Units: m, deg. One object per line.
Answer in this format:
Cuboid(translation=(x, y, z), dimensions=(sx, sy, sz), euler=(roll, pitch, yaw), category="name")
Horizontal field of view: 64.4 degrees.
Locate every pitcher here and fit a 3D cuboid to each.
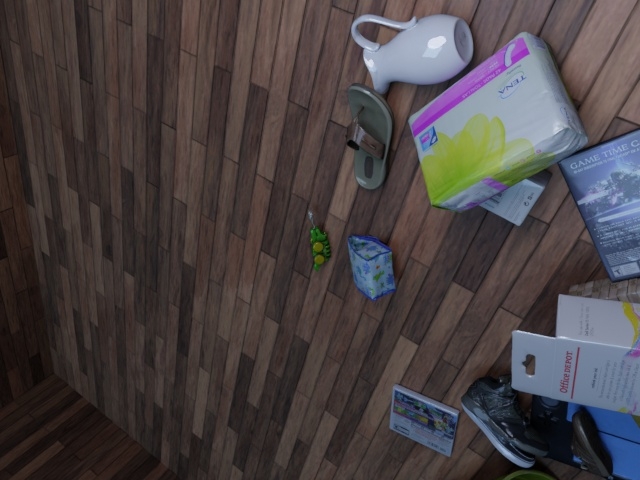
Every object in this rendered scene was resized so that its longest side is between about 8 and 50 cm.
Cuboid(translation=(0.174, -0.382, 0.994), dimensions=(0.207, 0.125, 0.178), euler=(-1, 147, 41), category="pitcher")

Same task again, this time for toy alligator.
Cuboid(translation=(0.000, 0.000, 1.411), dimensions=(0.052, 0.056, 0.189), euler=(-9, 116, -7), category="toy alligator")

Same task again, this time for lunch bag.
Cuboid(translation=(0.124, 0.064, 1.329), dimensions=(0.151, 0.096, 0.128), euler=(32, 137, 56), category="lunch bag")

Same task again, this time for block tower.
Cuboid(translation=(0.648, 0.113, 0.981), dimensions=(0.336, 0.097, 0.090), euler=(-23, 102, 40), category="block tower")

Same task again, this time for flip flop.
Cuboid(translation=(0.100, -0.222, 1.158), dimensions=(0.112, 0.080, 0.276), euler=(29, 143, 28), category="flip flop")

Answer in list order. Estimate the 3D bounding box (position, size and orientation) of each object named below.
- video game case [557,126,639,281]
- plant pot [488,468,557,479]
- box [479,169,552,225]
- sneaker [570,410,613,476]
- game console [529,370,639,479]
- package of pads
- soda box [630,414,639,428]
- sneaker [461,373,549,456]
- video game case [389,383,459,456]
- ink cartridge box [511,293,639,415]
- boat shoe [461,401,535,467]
Cuboid(translation=(0.597, -0.066, 0.952), dimensions=(0.196, 0.026, 0.274), euler=(-22, 98, 41), category="video game case")
Cuboid(translation=(0.467, 0.827, 1.384), dimensions=(0.366, 0.366, 0.353), euler=(50, 144, 1), category="plant pot")
Cuboid(translation=(0.396, -0.106, 1.038), dimensions=(0.102, 0.087, 0.101), euler=(32, 129, 16), category="box")
Cuboid(translation=(0.607, 0.474, 1.174), dimensions=(0.071, 0.066, 0.188), euler=(-17, 109, 44), category="sneaker")
Cuboid(translation=(0.689, 0.436, 1.164), dimensions=(0.387, 0.060, 0.341), euler=(11, 121, 31), category="game console")
Cuboid(translation=(0.318, -0.205, 0.958), dimensions=(0.297, 0.101, 0.229), euler=(-34, 56, 43), category="package of pads")
Cuboid(translation=(0.697, 0.377, 1.046), dimensions=(0.061, 0.058, 0.181), euler=(-30, 97, 43), category="soda box")
Cuboid(translation=(0.474, 0.417, 1.248), dimensions=(0.228, 0.087, 0.130), euler=(38, 104, 30), category="sneaker")
Cuboid(translation=(0.306, 0.537, 1.520), dimensions=(0.202, 0.023, 0.183), euler=(17, 125, 28), category="video game case")
Cuboid(translation=(0.557, 0.221, 0.967), dimensions=(0.354, 0.119, 0.207), euler=(6, 133, 25), category="ink cartridge box")
Cuboid(translation=(0.475, 0.480, 1.323), dimensions=(0.228, 0.080, 0.076), euler=(48, 128, 25), category="boat shoe")
